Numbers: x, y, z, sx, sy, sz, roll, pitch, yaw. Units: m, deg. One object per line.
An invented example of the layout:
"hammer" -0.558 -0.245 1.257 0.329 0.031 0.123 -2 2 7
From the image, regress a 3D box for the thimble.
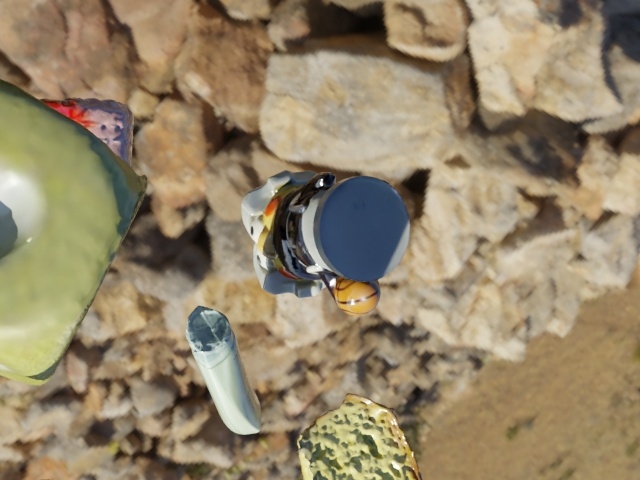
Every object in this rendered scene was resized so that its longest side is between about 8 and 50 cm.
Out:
"thimble" -0.352 -0.135 1.594 0.163 0.189 0.125 -4 97 -65

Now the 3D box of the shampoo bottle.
"shampoo bottle" -0.105 0.149 1.287 0.049 0.072 0.212 -9 147 3

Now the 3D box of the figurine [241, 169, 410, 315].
"figurine" 0.000 0.000 1.374 0.133 0.236 0.176 -15 98 -28

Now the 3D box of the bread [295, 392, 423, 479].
"bread" 0.057 0.314 1.343 0.129 0.260 0.134 -18 164 -10

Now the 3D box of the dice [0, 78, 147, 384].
"dice" -0.318 -0.007 1.099 0.227 0.238 0.233 -65 -171 -17

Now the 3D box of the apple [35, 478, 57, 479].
"apple" -0.192 0.308 0.992 0.120 0.265 0.193 -30 -172 44
